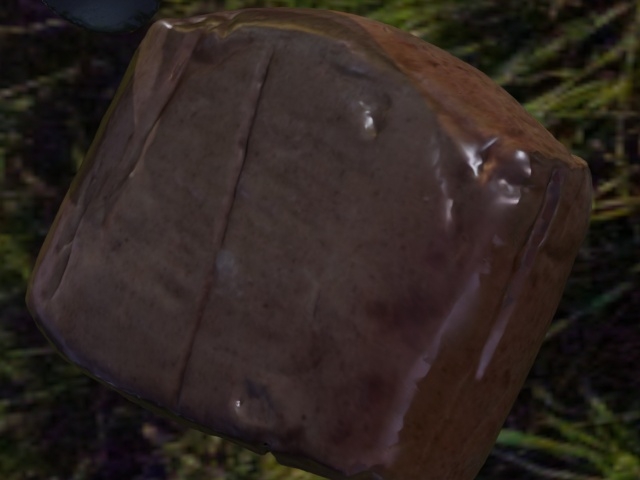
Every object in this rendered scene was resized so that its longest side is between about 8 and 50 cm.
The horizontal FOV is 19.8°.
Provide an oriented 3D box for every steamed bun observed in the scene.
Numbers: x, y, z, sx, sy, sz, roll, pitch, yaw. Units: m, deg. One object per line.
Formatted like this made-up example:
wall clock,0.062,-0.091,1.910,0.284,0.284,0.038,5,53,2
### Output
steamed bun,0.000,0.000,0.602,0.175,0.106,0.145,24,89,34

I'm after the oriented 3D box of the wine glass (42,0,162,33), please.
wine glass,-0.098,-0.211,1.102,0.093,0.202,0.093,10,129,13
